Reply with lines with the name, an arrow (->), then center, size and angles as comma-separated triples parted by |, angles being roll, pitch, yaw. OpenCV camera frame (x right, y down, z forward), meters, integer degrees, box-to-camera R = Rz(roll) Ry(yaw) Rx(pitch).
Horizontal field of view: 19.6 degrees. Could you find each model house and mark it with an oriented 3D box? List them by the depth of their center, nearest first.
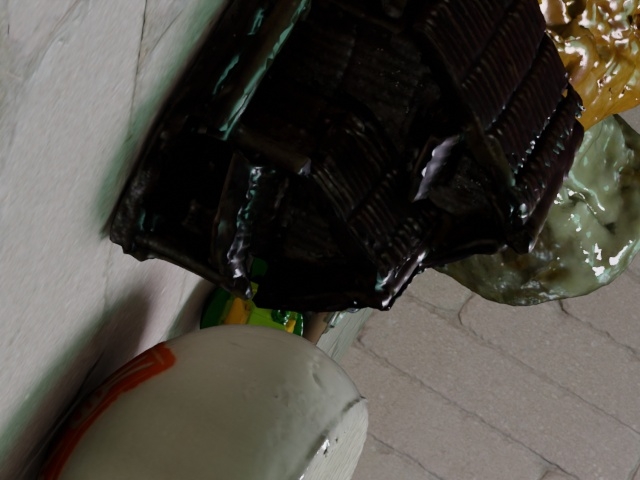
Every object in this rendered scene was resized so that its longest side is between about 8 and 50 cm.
model house -> 0.054, -0.088, 1.420 | 0.317, 0.282, 0.297 | -52, 171, -47

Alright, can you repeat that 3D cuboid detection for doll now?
doll -> -0.069, 0.088, 1.962 | 0.134, 0.106, 0.186 | -63, -170, 12

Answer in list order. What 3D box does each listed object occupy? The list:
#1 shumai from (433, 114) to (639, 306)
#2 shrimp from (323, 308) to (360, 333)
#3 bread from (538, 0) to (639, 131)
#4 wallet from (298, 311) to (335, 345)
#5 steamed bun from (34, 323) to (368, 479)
shumai -> 0.253, -0.120, 2.507 | 0.324, 0.397, 0.323 | -61, 156, -16
shrimp -> 0.073, 0.007, 2.848 | 0.360, 0.085, 0.247 | -60, -179, -25
bread -> 0.275, -0.301, 1.970 | 0.398, 0.215, 0.398 | -34, 141, -33
wallet -> 0.001, 0.000, 2.033 | 0.317, 0.044, 0.169 | -63, -147, 32
steamed bun -> -0.128, 0.236, 1.670 | 0.374, 0.241, 0.374 | -54, 168, -18
